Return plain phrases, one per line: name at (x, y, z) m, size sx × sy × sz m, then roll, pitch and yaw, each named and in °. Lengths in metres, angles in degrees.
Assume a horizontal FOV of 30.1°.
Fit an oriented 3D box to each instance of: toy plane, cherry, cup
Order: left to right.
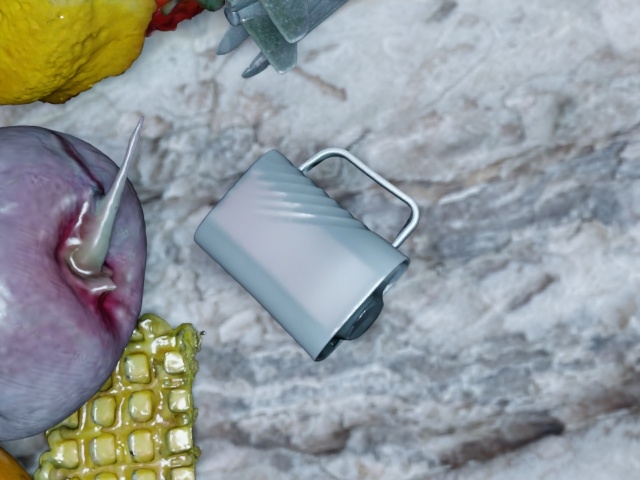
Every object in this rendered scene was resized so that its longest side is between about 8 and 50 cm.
cherry at (-0.218, 0.027, 0.800) m, size 0.266 × 0.183 × 0.213 m, roll -16°, pitch 43°, yaw 37°
cup at (0.000, 0.000, 0.831) m, size 0.129 × 0.095 × 0.128 m, roll 42°, pitch 92°, yaw 8°
toy plane at (0.043, -0.222, 0.827) m, size 0.267 × 0.212 × 0.088 m, roll -38°, pitch 81°, yaw -21°

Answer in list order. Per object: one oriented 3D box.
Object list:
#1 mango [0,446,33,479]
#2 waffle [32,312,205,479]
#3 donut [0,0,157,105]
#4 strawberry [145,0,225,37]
mango at (-0.278, 0.196, 0.840) m, size 0.219 × 0.112 × 0.145 m, roll 32°, pitch 106°, yaw 16°
waffle at (-0.125, 0.153, 0.861) m, size 0.160 × 0.046 × 0.192 m, roll 29°, pitch 90°, yaw 8°
donut at (-0.224, -0.207, 0.807) m, size 0.253 × 0.118 × 0.254 m, roll 19°, pitch 128°, yaw 25°
strawberry at (-0.128, -0.261, 0.855) m, size 0.236 × 0.111 × 0.190 m, roll 40°, pitch 122°, yaw 23°
